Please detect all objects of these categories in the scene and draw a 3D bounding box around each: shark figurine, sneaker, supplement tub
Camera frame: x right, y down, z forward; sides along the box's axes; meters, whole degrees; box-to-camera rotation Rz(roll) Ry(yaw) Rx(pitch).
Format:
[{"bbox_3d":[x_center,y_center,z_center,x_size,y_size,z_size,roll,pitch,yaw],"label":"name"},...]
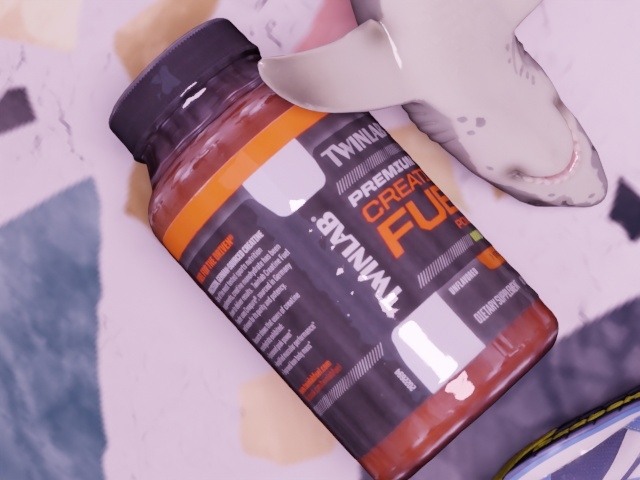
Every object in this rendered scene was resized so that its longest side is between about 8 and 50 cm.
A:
[{"bbox_3d":[0.041,-0.152,0.719,0.166,0.116,0.278,-3,105,-19],"label":"shark figurine"},{"bbox_3d":[0.143,0.092,0.737,0.144,0.053,0.059,-31,87,23],"label":"sneaker"},{"bbox_3d":[0.000,0.000,0.735,0.106,0.106,0.198,-44,85,14],"label":"supplement tub"}]
